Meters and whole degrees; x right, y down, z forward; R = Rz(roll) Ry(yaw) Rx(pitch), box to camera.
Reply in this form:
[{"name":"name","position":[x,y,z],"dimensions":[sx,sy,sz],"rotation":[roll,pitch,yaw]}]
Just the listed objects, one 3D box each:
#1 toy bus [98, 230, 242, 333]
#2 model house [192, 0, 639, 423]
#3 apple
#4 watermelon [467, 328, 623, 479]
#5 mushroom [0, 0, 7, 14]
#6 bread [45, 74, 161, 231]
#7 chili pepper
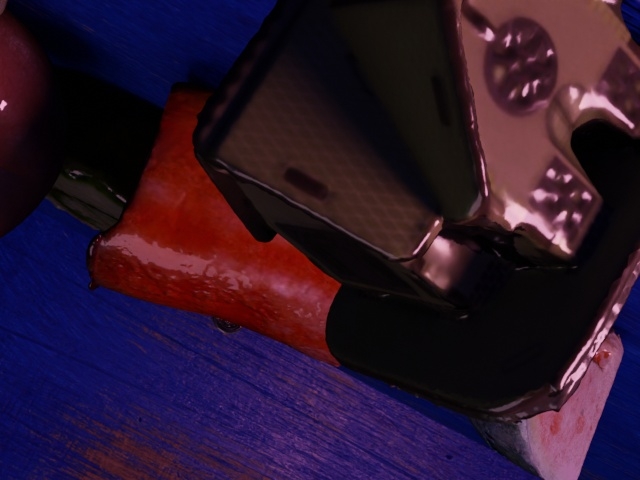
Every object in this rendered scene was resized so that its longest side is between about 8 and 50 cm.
[{"name":"toy bus","position":[-0.181,0.029,1.769],"dimensions":[0.289,0.157,0.139],"rotation":[26,175,-4]},{"name":"model house","position":[0.019,-0.077,0.596],"dimensions":[0.279,0.218,0.205],"rotation":[39,164,-31]},{"name":"apple","position":[-0.410,-0.133,1.225],"dimensions":[0.306,0.305,0.235],"rotation":[33,-167,-28]},{"name":"watermelon","position":[0.185,0.128,1.212],"dimensions":[0.175,0.188,0.322],"rotation":[15,159,35]},{"name":"mushroom","position":[-0.306,-0.194,0.755],"dimensions":[0.130,0.247,0.344],"rotation":[38,-171,3]},{"name":"bread","position":[-0.225,-0.064,1.491],"dimensions":[0.366,0.129,0.382],"rotation":[34,169,-34]},{"name":"chili pepper","position":[-0.052,0.010,1.157],"dimensions":[0.305,0.229,0.251],"rotation":[30,153,-7]}]
